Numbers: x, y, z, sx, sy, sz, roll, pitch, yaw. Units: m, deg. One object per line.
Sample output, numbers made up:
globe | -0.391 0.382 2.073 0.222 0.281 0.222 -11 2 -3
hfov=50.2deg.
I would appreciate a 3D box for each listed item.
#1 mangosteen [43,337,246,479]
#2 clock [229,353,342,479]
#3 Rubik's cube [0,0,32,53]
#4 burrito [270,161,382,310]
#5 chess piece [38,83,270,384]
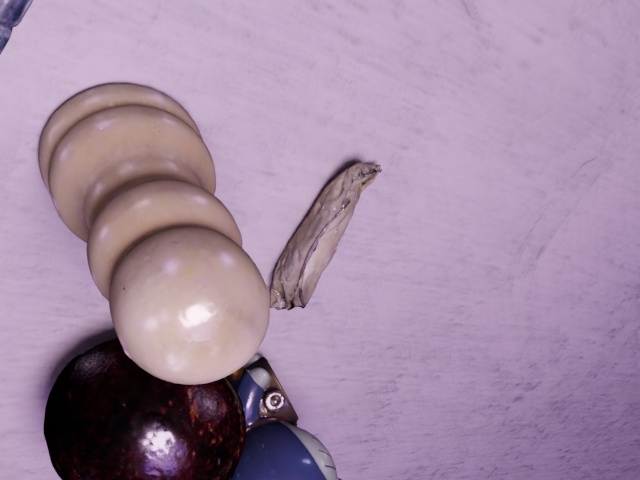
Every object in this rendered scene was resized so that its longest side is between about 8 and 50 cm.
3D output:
mangosteen | -0.187 0.188 0.796 0.265 0.228 0.228 -63 144 -29
clock | -0.069 0.282 0.904 0.146 0.243 0.200 -23 136 -11
Rubik's cube | -0.279 -0.242 0.322 0.293 0.287 0.292 22 112 -40
burrito | -0.001 -0.001 0.844 0.058 0.063 0.229 24 108 -31
chess piece | -0.140 0.000 0.593 0.167 0.300 0.167 -16 133 -18
